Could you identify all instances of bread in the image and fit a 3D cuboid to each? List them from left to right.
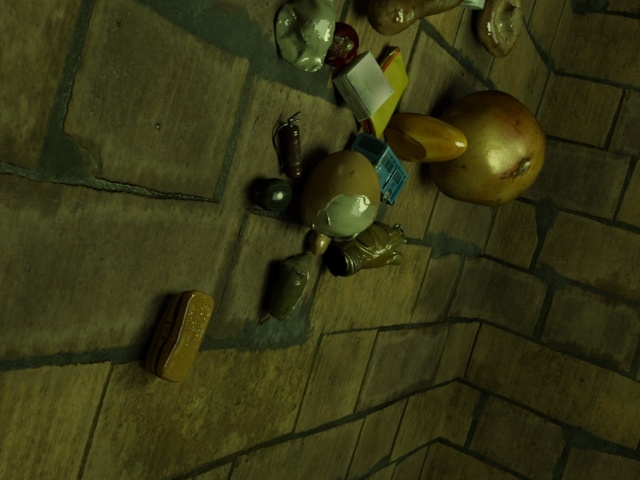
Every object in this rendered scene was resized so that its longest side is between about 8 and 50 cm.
[{"bbox_3d":[-0.297,0.198,1.504,0.116,0.077,0.201,32,77,-60],"label":"bread"}]

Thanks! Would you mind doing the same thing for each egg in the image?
[{"bbox_3d":[0.054,-0.119,1.818,0.201,0.201,0.245,55,46,-57],"label":"egg"}]

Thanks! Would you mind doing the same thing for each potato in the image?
[{"bbox_3d":[0.000,0.000,1.938,0.083,0.062,0.068,-39,171,-27],"label":"potato"}]

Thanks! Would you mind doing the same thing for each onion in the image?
[{"bbox_3d":[0.038,-0.466,1.691,0.107,0.097,0.107,-12,132,-14],"label":"onion"}]

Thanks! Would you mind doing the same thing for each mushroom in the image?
[{"bbox_3d":[0.632,-0.786,2.511,0.278,0.146,0.278,-20,116,-47],"label":"mushroom"}]

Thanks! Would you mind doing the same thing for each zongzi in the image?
[{"bbox_3d":[-0.077,0.130,1.881,0.178,0.081,0.189,-31,142,-71],"label":"zongzi"}]

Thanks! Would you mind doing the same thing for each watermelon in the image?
[{"bbox_3d":[-0.111,-0.106,1.655,0.110,0.078,0.078,-11,116,-58],"label":"watermelon"}]

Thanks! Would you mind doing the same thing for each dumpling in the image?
[{"bbox_3d":[-0.038,-0.471,1.565,0.134,0.100,0.169,4,127,-24],"label":"dumpling"}]

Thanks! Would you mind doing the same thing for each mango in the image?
[{"bbox_3d":[0.324,-0.303,2.126,0.138,0.257,0.187,-64,151,-13],"label":"mango"}]

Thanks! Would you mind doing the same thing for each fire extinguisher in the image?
[{"bbox_3d":[-0.075,-0.222,1.687,0.078,0.045,0.157,-24,131,-27],"label":"fire extinguisher"}]

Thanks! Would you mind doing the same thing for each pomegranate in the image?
[{"bbox_3d":[0.554,-0.306,2.443,0.416,0.416,0.417,-39,139,-45],"label":"pomegranate"}]

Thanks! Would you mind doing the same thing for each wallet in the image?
[{"bbox_3d":[0.168,-0.418,1.991,0.241,0.067,0.141,-61,146,-28],"label":"wallet"}]

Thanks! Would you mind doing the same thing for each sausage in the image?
[{"bbox_3d":[0.263,-0.659,1.930,0.501,0.136,0.123,-38,161,-49],"label":"sausage"}]

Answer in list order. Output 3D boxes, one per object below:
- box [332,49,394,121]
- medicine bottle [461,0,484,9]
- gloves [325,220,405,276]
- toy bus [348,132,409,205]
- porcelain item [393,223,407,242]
[{"bbox_3d":[0.114,-0.400,1.844,0.130,0.051,0.129,55,53,-21],"label":"box"},{"bbox_3d":[0.466,-0.847,2.172,0.143,0.143,0.258,-13,119,-59],"label":"medicine bottle"},{"bbox_3d":[0.149,0.013,2.125,0.331,0.154,0.141,-22,128,-47],"label":"gloves"},{"bbox_3d":[0.161,-0.200,2.031,0.134,0.116,0.234,-58,152,-4],"label":"toy bus"},{"bbox_3d":[0.254,-0.007,2.377,0.136,0.075,0.021,-47,145,-39],"label":"porcelain item"}]
